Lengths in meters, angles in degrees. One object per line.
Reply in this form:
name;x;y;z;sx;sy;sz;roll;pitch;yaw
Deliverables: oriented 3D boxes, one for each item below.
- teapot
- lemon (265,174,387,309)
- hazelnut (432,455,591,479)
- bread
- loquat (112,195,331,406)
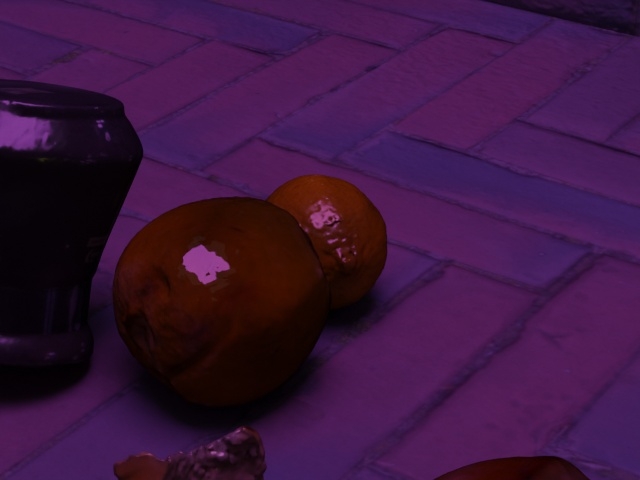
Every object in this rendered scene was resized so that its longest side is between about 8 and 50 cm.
teapot;-0.418;-0.017;2.166;0.305;0.362;0.376;13;12;34
lemon;0.000;0.000;2.363;0.188;0.188;0.257;-8;23;-15
hazelnut;0.191;0.371;1.486;0.365;0.366;0.366;0;29;0
bread;-0.183;0.291;1.816;0.183;0.224;0.211;-17;25;-39
loquat;-0.124;0.068;2.149;0.284;0.276;0.276;-30;39;-24
